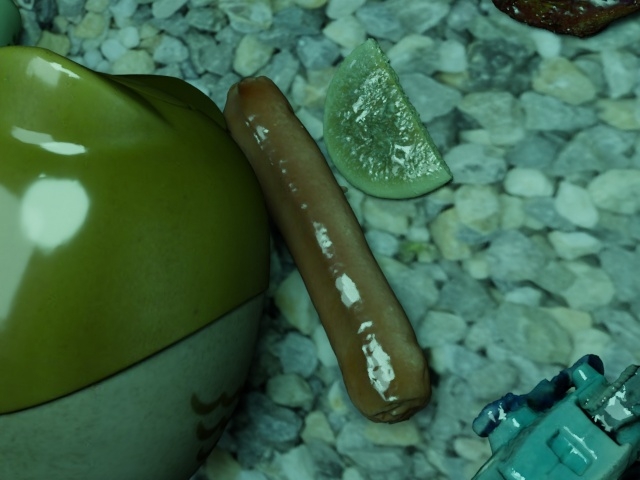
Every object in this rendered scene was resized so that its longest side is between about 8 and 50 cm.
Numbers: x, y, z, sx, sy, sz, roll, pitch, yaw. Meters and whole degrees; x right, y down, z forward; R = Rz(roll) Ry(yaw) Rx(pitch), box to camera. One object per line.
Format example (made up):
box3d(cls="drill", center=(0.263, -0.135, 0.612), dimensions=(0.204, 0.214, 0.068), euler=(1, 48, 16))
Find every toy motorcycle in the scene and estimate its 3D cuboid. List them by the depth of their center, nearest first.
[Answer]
box3d(cls="toy motorcycle", center=(0.188, 0.209, 0.781), dimensions=(0.260, 0.206, 0.154), euler=(-37, 69, -20))

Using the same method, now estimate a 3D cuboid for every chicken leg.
box3d(cls="chicken leg", center=(0.267, -0.249, 0.919), dimensions=(0.205, 0.053, 0.093), euler=(22, 78, 24))

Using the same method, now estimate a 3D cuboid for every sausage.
box3d(cls="sausage", center=(0.000, 0.000, 0.985), dimensions=(0.094, 0.094, 0.418), euler=(-45, 63, 37))

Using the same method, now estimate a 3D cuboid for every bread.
box3d(cls="bread", center=(0.053, -0.120, 1.010), dimensions=(0.112, 0.036, 0.192), euler=(-33, 69, 20))

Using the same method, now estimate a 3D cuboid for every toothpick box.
box3d(cls="toothpick box", center=(-0.256, 0.030, 0.922), dimensions=(0.409, 0.409, 0.425), euler=(21, 100, 28))

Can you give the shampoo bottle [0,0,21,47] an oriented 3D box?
box3d(cls="shampoo bottle", center=(-0.497, -0.156, 1.192), dimensions=(0.222, 0.151, 0.349), euler=(163, 118, -70))
